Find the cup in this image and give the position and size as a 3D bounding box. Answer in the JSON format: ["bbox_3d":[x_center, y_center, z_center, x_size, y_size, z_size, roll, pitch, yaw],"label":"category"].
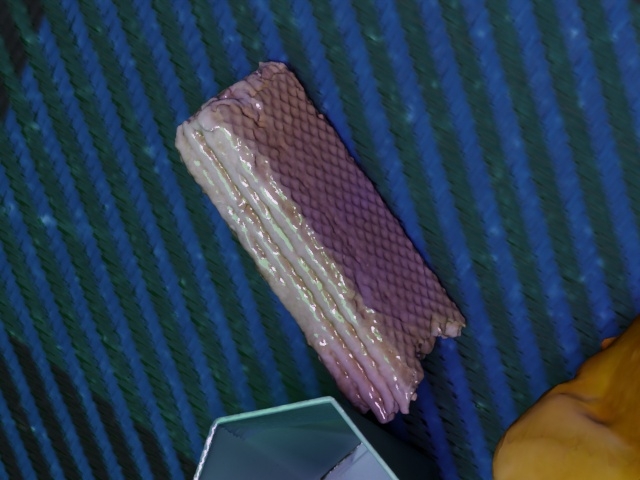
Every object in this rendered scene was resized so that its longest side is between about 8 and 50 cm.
[{"bbox_3d":[0.009,0.184,1.024,0.148,0.236,0.134,-9,77,12],"label":"cup"}]

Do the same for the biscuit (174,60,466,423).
[{"bbox_3d":[0.000,0.000,1.025,0.062,0.108,0.239,-30,99,35],"label":"biscuit"}]

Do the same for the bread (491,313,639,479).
[{"bbox_3d":[0.297,0.213,0.897,0.361,0.250,0.394,6,113,44],"label":"bread"}]
